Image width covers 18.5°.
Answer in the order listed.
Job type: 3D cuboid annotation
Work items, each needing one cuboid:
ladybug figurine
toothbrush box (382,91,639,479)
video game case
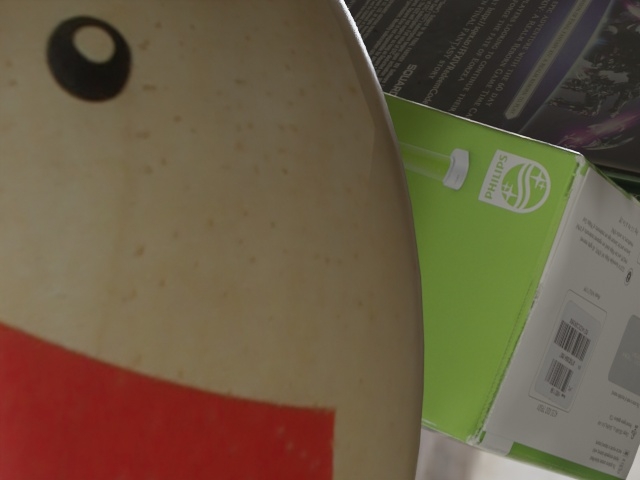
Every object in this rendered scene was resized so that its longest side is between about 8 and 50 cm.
[{"bbox_3d":[-0.145,0.091,0.554,0.162,0.305,0.449,-12,127,-60],"label":"ladybug figurine"},{"bbox_3d":[0.000,0.000,0.868,0.206,0.283,0.122,27,85,-64],"label":"toothbrush box"},{"bbox_3d":[0.132,-0.098,1.036,0.196,0.274,0.026,-55,148,-39],"label":"video game case"}]
